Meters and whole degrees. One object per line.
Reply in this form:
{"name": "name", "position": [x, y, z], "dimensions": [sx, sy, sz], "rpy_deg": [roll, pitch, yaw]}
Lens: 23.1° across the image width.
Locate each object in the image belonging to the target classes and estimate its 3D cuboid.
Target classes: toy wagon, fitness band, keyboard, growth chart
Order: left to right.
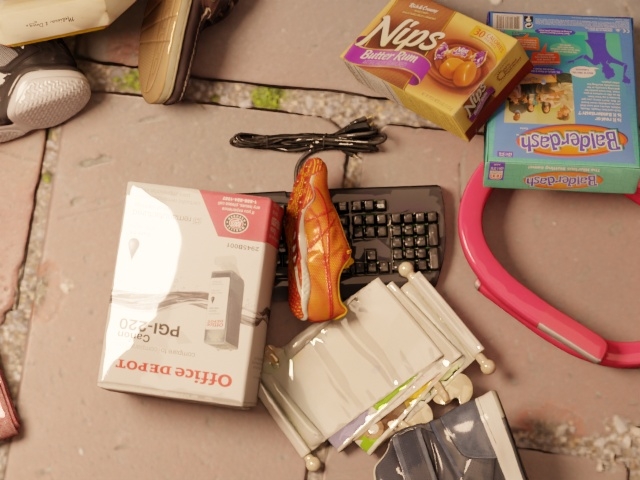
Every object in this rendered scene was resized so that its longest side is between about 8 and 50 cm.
{"name": "toy wagon", "position": [-0.303, -0.338, 1.695], "dimensions": [0.267, 0.068, 0.344], "rpy_deg": [-12, 44, -7]}
{"name": "keyboard", "position": [-0.026, -0.036, 1.689], "dimensions": [0.317, 0.033, 0.202], "rpy_deg": [-3, 77, 1]}
{"name": "growth chart", "position": [0.048, 0.136, 1.641], "dimensions": [0.237, 0.021, 0.172], "rpy_deg": [-31, 79, 1]}
{"name": "fitness band", "position": [0.283, 0.009, 1.660], "dimensions": [0.291, 0.054, 0.209], "rpy_deg": [35, 78, 8]}

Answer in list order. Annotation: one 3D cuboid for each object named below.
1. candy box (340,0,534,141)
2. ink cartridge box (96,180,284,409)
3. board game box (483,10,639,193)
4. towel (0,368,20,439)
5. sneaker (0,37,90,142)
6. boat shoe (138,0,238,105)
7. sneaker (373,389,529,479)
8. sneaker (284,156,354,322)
{"name": "candy box", "position": [0.121, -0.190, 1.661], "dimensions": [0.109, 0.053, 0.186], "rpy_deg": [-48, 48, -8]}
{"name": "ink cartridge box", "position": [-0.133, 0.058, 1.620], "dimensions": [0.158, 0.092, 0.218], "rpy_deg": [7, 86, 7]}
{"name": "board game box", "position": [0.253, -0.148, 1.659], "dimensions": [0.160, 0.047, 0.210], "rpy_deg": [4, 55, 3]}
{"name": "towel", "position": [-0.507, 0.153, 1.664], "dimensions": [0.329, 0.037, 0.237], "rpy_deg": [-21, 80, -1]}
{"name": "sneaker", "position": [-0.394, -0.180, 1.704], "dimensions": [0.268, 0.101, 0.153], "rpy_deg": [-16, 75, -5]}
{"name": "boat shoe", "position": [-0.131, -0.280, 1.714], "dimensions": [0.092, 0.103, 0.285], "rpy_deg": [15, 77, -28]}
{"name": "sneaker", "position": [0.143, 0.285, 1.586], "dimensions": [0.163, 0.086, 0.226], "rpy_deg": [-21, 83, 3]}
{"name": "sneaker", "position": [0.000, 0.000, 1.646], "dimensions": [0.067, 0.064, 0.175], "rpy_deg": [3, 81, -20]}
